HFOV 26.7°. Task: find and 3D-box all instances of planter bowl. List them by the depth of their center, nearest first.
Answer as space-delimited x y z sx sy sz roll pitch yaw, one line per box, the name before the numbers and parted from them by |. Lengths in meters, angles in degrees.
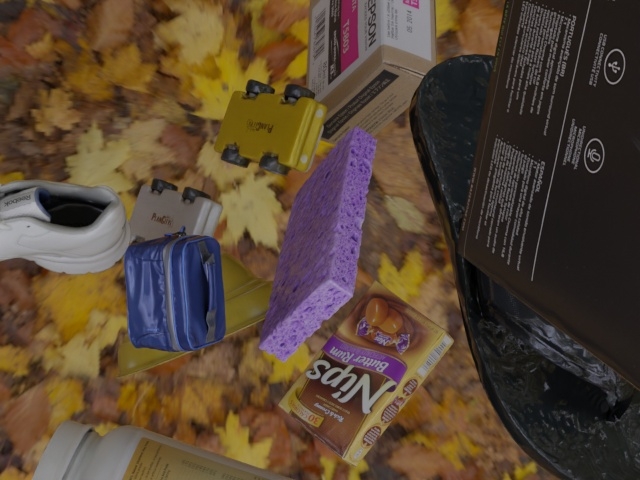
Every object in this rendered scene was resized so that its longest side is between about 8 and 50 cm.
planter bowl | -0.142 0.068 1.483 0.217 0.217 0.090 -23 92 -1

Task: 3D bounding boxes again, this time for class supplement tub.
supplement tub | -0.166 0.338 1.494 0.316 0.228 0.228 18 94 1

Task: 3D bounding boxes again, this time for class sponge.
sponge | 0.000 0.000 1.231 0.031 0.210 0.117 29 132 -16

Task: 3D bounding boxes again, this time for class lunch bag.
lunch bag | -0.110 0.038 1.066 0.065 0.067 0.098 -1 97 23

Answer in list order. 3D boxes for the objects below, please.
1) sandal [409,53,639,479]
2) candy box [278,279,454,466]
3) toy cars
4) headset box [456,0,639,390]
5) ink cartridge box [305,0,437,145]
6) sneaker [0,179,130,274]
sandal | 0.201 0.025 1.226 0.167 0.107 0.445 -18 76 -19
candy box | 0.053 0.153 1.554 0.109 0.053 0.186 36 87 28
toy cars | -0.105 -0.068 1.630 0.087 0.176 0.394 21 136 -32
headset box | 0.183 -0.059 0.448 0.131 0.283 0.246 1 108 -23
ink cartridge box | 0.064 -0.264 1.758 0.088 0.193 0.234 17 56 -25
sneaker | -0.347 -0.022 1.428 0.297 0.129 0.111 -9 70 -17
